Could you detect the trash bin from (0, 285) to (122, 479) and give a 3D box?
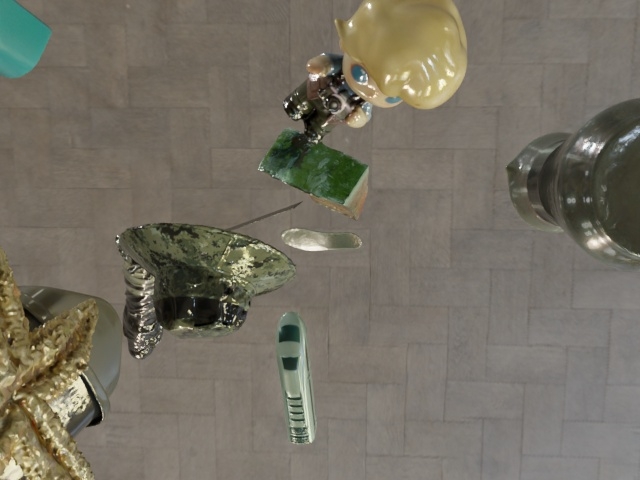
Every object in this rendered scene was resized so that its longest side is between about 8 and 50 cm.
[{"bbox_3d":[-0.339,0.159,0.544,0.210,0.290,0.182,-6,120,30],"label":"trash bin"}]

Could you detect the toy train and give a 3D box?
[{"bbox_3d":[-0.071,0.385,1.615,0.087,0.088,0.406,0,118,9],"label":"toy train"}]

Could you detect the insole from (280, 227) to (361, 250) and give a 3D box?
[{"bbox_3d":[0.000,0.000,1.578,0.232,0.003,0.080,3,131,22],"label":"insole"}]

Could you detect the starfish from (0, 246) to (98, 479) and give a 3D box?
[{"bbox_3d":[-0.215,0.099,0.434,0.048,0.231,0.295,-18,129,10],"label":"starfish"}]

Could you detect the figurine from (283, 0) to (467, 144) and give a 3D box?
[{"bbox_3d":[0.042,-0.157,0.553,0.196,0.108,0.114,-23,112,38],"label":"figurine"}]

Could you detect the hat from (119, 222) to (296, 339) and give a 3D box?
[{"bbox_3d":[-0.171,0.080,0.862,0.266,0.265,0.128,5,70,3],"label":"hat"}]

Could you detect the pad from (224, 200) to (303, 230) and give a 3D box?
[{"bbox_3d":[-0.164,-0.049,1.458,0.243,0.163,0.004,-20,97,9],"label":"pad"}]

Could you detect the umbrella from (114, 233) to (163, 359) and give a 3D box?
[{"bbox_3d":[-0.327,0.113,1.115,0.113,0.106,0.357,50,144,24],"label":"umbrella"}]

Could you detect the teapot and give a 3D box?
[{"bbox_3d":[0.491,-0.091,0.976,0.301,0.344,0.253,12,97,-3],"label":"teapot"}]

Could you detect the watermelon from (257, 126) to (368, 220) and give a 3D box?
[{"bbox_3d":[-0.001,-0.184,1.583,0.264,0.302,0.151,25,91,16],"label":"watermelon"}]

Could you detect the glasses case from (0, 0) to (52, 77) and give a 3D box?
[{"bbox_3d":[-0.372,-0.235,0.474,0.117,0.301,0.070,20,85,19],"label":"glasses case"}]
